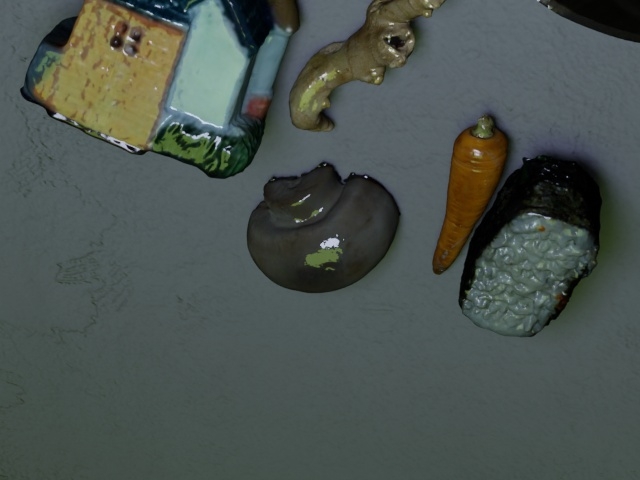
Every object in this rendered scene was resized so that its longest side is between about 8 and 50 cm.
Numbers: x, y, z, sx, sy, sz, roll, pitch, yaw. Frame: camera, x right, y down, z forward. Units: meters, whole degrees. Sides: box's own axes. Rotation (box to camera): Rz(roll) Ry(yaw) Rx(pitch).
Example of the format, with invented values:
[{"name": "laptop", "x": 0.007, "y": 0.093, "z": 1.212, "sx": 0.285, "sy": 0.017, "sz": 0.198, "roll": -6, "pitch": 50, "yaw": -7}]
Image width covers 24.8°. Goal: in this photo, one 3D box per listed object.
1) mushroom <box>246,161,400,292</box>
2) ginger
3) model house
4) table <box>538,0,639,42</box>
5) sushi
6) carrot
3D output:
[{"name": "mushroom", "x": 0.000, "y": 0.000, "z": 1.721, "sx": 0.188, "sy": 0.117, "sz": 0.141, "roll": -18, "pitch": 135, "yaw": 23}, {"name": "ginger", "x": 0.048, "y": -0.197, "z": 1.554, "sx": 0.288, "sy": 0.075, "sz": 0.089, "roll": -46, "pitch": 66, "yaw": 41}, {"name": "model house", "x": -0.141, "y": -0.236, "z": 1.524, "sx": 0.253, "sy": 0.184, "sz": 0.291, "roll": 25, "pitch": 120, "yaw": -2}, {"name": "table", "x": 0.256, "y": -0.367, "z": 1.265, "sx": 0.317, "sy": 0.317, "sz": 0.249, "roll": 32, "pitch": 118, "yaw": -12}, {"name": "sushi", "x": 0.236, "y": 0.004, "z": 1.636, "sx": 0.124, "sy": 0.127, "sz": 0.225, "roll": 19, "pitch": 140, "yaw": -2}, {"name": "carrot", "x": 0.164, "y": -0.039, "z": 1.668, "sx": 0.061, "sy": 0.061, "sz": 0.256, "roll": 15, "pitch": 134, "yaw": 3}]
